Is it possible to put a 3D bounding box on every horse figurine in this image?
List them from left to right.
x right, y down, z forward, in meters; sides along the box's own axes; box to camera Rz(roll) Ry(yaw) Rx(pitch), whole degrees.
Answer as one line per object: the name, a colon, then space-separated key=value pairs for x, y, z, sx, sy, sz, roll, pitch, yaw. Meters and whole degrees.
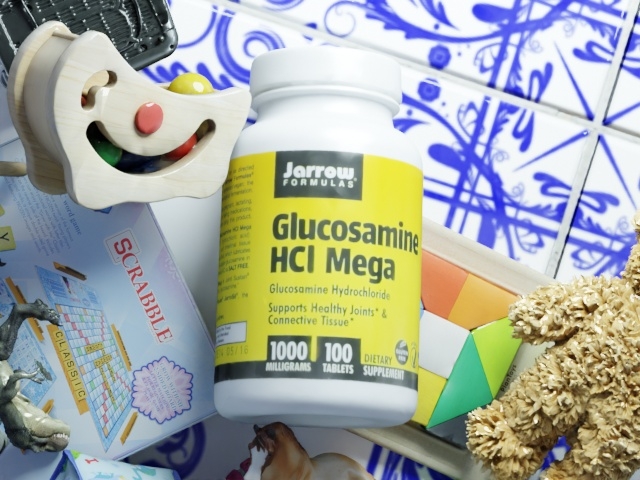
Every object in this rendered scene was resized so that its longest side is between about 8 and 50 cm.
horse figurine: x=-0.010 y=0.258 z=1.858 sx=0.263 sy=0.066 sz=0.174 roll=13 pitch=93 yaw=-49

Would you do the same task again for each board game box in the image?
board game box: x=-0.282 y=0.075 z=1.848 sx=0.318 sy=0.066 sz=0.319 roll=-24 pitch=96 yaw=-7

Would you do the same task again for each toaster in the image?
toaster: x=-0.228 y=-0.221 z=1.820 sx=0.185 sy=0.110 sz=0.168 roll=-26 pitch=97 yaw=-7

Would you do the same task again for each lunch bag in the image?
lunch bag: x=-0.174 y=0.269 z=1.789 sx=0.128 sy=0.151 sz=0.096 roll=16 pitch=117 yaw=-33

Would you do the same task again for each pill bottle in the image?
pill bottle: x=0.000 y=0.000 z=1.815 sx=0.188 sy=0.188 sz=0.334 roll=3 pitch=80 yaw=-9

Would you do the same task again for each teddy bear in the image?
teddy bear: x=0.284 y=0.122 z=1.847 sx=0.338 sy=0.113 sz=0.245 roll=-35 pitch=75 yaw=12

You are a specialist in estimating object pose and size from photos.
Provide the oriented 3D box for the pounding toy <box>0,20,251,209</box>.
pounding toy: x=-0.211 y=-0.118 z=1.745 sx=0.269 sy=0.155 sz=0.154 roll=-7 pitch=107 yaw=-40

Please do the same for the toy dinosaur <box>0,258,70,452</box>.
toy dinosaur: x=-0.309 y=0.079 z=1.781 sx=0.268 sy=0.064 sz=0.118 roll=43 pitch=93 yaw=-5

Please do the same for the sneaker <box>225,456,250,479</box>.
sneaker: x=-0.076 y=0.276 z=1.894 sx=0.075 sy=0.063 sz=0.170 roll=40 pitch=88 yaw=-13

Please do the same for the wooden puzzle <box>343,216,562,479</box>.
wooden puzzle: x=0.105 y=0.101 z=1.922 sx=0.238 sy=0.044 sz=0.221 roll=25 pitch=89 yaw=-9
